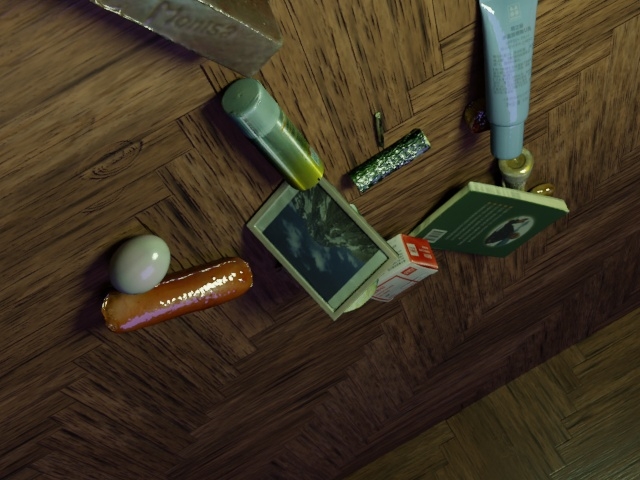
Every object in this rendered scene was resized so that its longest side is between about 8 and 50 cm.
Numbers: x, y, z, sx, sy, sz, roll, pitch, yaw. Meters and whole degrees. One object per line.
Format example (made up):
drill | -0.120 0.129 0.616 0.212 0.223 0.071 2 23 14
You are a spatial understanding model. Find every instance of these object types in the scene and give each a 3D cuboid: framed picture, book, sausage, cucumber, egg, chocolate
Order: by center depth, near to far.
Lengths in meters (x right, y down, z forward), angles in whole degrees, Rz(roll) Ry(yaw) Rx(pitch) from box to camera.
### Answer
chocolate | -0.186 -0.333 1.081 0.112 0.112 0.321 -43 146 24
egg | -0.350 0.047 1.485 0.135 0.103 0.103 -41 147 14
framed picture | 0.000 0.000 1.569 0.209 0.281 0.019 -48 171 24
sausage | -0.302 0.114 1.628 0.330 0.102 0.102 -15 146 -25
cucumber | 0.150 -0.172 1.643 0.187 0.058 0.058 -33 149 1
book | 0.434 -0.046 1.995 0.370 0.043 0.260 8 144 -35

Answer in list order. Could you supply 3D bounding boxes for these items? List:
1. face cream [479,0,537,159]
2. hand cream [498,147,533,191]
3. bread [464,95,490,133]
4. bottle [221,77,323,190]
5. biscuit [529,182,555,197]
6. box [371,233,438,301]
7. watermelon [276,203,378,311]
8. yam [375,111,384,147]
face cream | 0.377 -0.337 1.540 0.135 0.086 0.385 -22 131 -13
hand cream | 0.492 -0.160 1.933 0.084 0.084 0.203 -31 156 1
bread | 0.357 -0.270 1.673 0.085 0.053 0.085 -21 147 -14
bottle | -0.081 -0.188 1.399 0.082 0.082 0.286 -34 148 6
biscuit | 0.560 -0.069 2.133 0.164 0.047 0.208 -25 148 -11
box | 0.183 0.070 1.936 0.182 0.099 0.133 -33 151 29
watermelon | 0.027 0.047 1.741 0.310 0.231 0.193 -64 175 -46
yam | 0.122 -0.225 1.579 0.014 0.014 0.107 -26 149 -6
